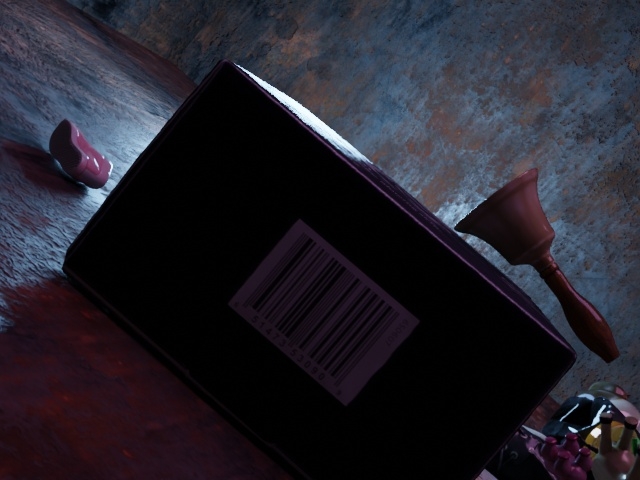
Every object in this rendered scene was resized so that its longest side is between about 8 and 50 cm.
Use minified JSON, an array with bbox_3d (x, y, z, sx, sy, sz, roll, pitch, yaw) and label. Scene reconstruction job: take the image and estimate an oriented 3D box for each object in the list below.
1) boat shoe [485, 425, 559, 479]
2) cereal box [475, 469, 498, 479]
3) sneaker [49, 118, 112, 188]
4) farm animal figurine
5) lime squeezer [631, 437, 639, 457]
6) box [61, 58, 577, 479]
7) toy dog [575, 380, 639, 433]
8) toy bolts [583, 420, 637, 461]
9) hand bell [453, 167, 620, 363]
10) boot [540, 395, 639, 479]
[{"bbox_3d":[0.280,0.334,1.574,0.113,0.127,0.340,-6,47,-38],"label":"boat shoe"},{"bbox_3d":[0.273,0.404,1.342,0.240,0.047,0.173,40,8,-3],"label":"cereal box"},{"bbox_3d":[-0.341,-0.118,1.385,0.070,0.051,0.134,35,12,-43],"label":"sneaker"},{"bbox_3d":[0.404,0.386,1.223,0.326,0.172,0.330,15,27,37],"label":"farm animal figurine"},{"bbox_3d":[0.497,0.460,1.549,0.310,0.058,0.110,-46,116,-42],"label":"lime squeezer"},{"bbox_3d":[0.017,0.057,1.208,0.480,0.297,0.472,40,5,3],"label":"box"},{"bbox_3d":[0.714,0.492,2.142,0.408,0.284,0.395,39,7,9],"label":"toy dog"},{"bbox_3d":[0.461,0.422,1.629,0.228,0.218,0.158,20,14,-27],"label":"toy bolts"},{"bbox_3d":[0.284,0.044,1.177,0.242,0.126,0.126,55,10,10],"label":"hand bell"},{"bbox_3d":[0.655,0.471,1.782,0.445,0.146,0.367,53,-30,-1],"label":"boot"}]
